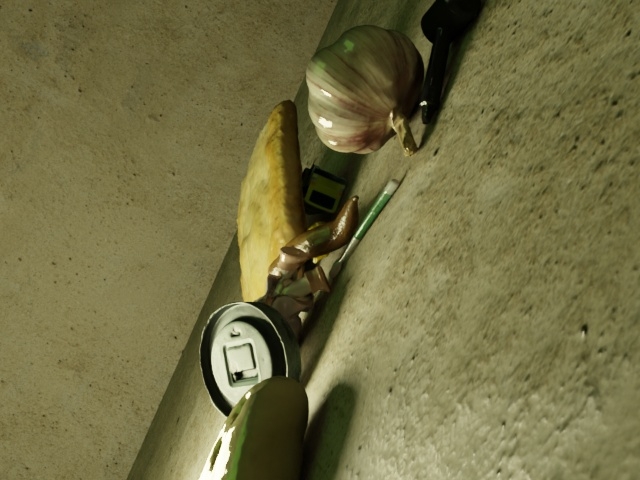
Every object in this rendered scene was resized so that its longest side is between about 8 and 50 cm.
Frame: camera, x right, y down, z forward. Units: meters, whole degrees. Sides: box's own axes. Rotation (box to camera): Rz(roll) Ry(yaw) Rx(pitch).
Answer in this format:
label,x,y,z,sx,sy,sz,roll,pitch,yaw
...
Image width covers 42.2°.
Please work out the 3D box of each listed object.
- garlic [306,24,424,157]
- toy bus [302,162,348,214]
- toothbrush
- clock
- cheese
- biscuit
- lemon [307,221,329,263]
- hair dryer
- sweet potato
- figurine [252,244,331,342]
label,x,y,z,sx,sy,sz,roll,pitch,yaw
garlic,0.104,-0.234,1.450,0.253,0.245,0.245,52,124,35
toy bus,-0.009,-0.111,1.892,0.175,0.088,0.101,-178,108,-76
toothbrush,0.075,-0.019,1.491,0.257,0.018,0.024,-57,8,40
clock,-0.130,0.222,1.512,0.226,0.049,0.226,1,91,40
cheese,-0.127,0.375,1.316,0.351,0.129,0.329,-34,35,66
biscuit,-0.125,-0.022,1.904,0.429,0.103,0.446,127,143,-58
lemon,-0.002,0.003,1.691,0.065,0.065,0.092,-95,13,-68
hair dryer,0.203,-0.314,1.404,0.114,0.070,0.248,139,150,-65
sweet potato,0.000,0.000,1.603,0.281,0.067,0.059,-33,-4,37
figurine,-0.086,0.147,1.595,0.276,0.133,0.200,-61,9,18
